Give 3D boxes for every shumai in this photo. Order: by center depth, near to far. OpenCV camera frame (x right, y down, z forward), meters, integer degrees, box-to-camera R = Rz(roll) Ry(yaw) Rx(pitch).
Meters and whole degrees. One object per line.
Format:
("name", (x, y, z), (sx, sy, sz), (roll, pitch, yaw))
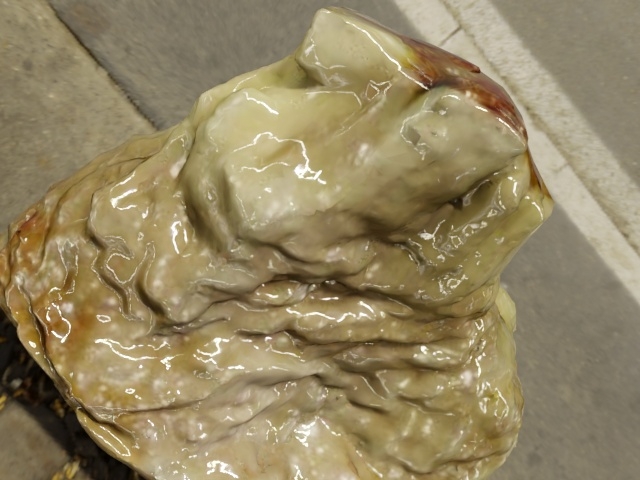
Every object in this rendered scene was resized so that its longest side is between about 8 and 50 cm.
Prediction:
("shumai", (0.001, -0.003, 0.567), (0.346, 0.217, 0.283), (18, 117, -14))
